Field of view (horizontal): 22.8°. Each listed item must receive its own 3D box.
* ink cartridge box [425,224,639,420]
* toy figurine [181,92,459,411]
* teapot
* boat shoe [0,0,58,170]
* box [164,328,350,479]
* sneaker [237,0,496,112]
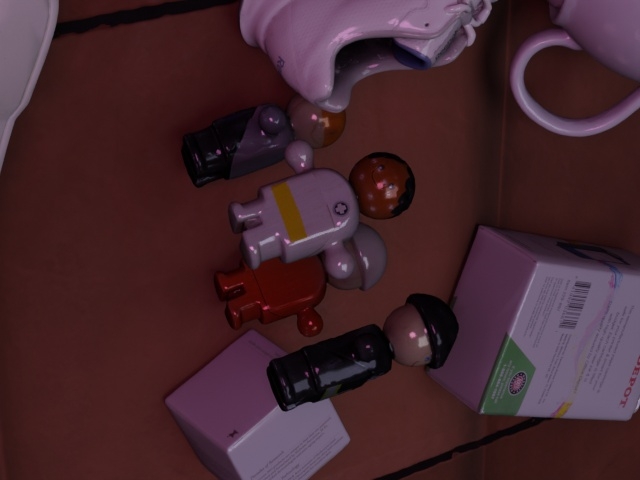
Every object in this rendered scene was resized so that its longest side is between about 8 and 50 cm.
[{"bbox_3d":[0.223,0.082,1.491,0.212,0.093,0.154,8,107,-37],"label":"ink cartridge box"},{"bbox_3d":[0.000,0.000,1.205,0.148,0.213,0.210,-19,119,-12],"label":"toy figurine"},{"bbox_3d":[0.251,-0.243,1.296,0.187,0.252,0.256,6,73,0],"label":"teapot"},{"bbox_3d":[-0.282,-0.053,1.058,0.320,0.099,0.116,-64,157,10],"label":"boat shoe"},{"bbox_3d":[-0.052,0.149,1.311,0.102,0.101,0.087,-40,129,-17],"label":"box"},{"bbox_3d":[0.089,-0.195,1.186,0.297,0.129,0.111,-32,149,3],"label":"sneaker"}]
